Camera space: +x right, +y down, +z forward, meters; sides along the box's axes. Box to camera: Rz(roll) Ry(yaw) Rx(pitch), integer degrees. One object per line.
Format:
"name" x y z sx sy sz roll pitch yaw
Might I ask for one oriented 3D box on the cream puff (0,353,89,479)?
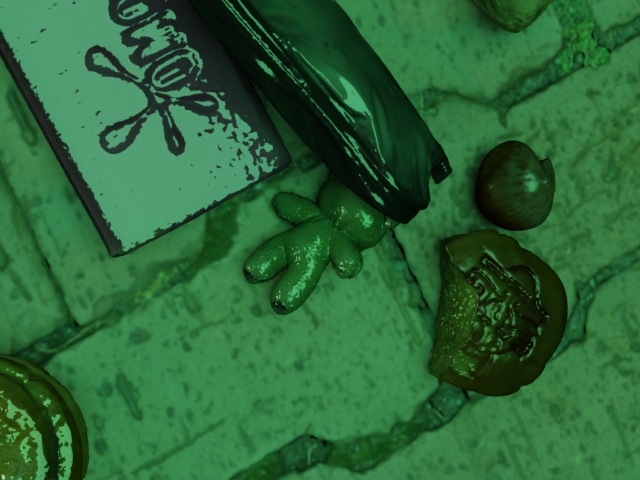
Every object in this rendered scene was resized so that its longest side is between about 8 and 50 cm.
"cream puff" -0.279 0.186 1.063 0.189 0.129 0.189 0 87 -4

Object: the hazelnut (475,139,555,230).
"hazelnut" 0.186 -0.052 1.210 0.086 0.086 0.086 -1 92 -15

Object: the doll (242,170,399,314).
"doll" 0.000 0.000 1.169 0.150 0.077 0.115 -39 60 -8

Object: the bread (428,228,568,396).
"bread" 0.166 0.066 1.203 0.125 0.086 0.156 0 93 -17

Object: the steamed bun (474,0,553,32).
"steamed bun" 0.181 -0.297 1.180 0.155 0.141 0.172 43 78 1

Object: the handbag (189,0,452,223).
"handbag" -0.002 -0.155 1.103 0.075 0.191 0.332 -38 101 21

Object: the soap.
"soap" -0.163 -0.138 1.108 0.181 0.081 0.259 -29 99 -13
